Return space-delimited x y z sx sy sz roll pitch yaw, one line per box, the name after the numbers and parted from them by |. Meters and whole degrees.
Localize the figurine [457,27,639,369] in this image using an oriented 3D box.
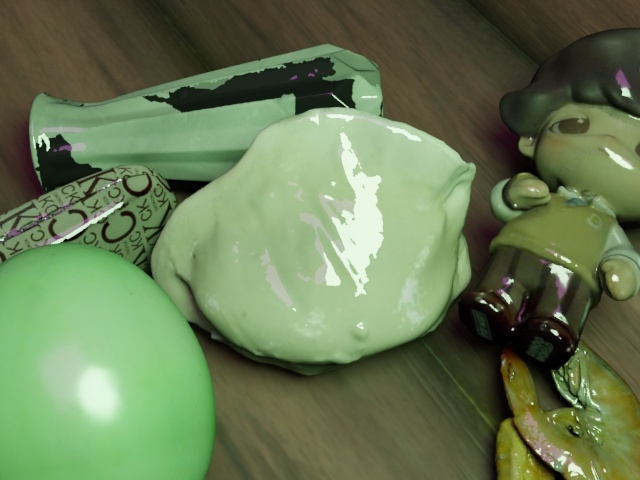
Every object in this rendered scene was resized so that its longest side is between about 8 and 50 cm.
0.258 -0.065 0.933 0.218 0.206 0.365 12 44 38 | figurine

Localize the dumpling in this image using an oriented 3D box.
0.000 0.000 0.898 0.318 0.242 0.187 -2 35 -7 | dumpling

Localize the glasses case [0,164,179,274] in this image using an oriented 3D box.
-0.296 0.041 0.930 0.355 0.137 0.085 -30 61 -17 | glasses case

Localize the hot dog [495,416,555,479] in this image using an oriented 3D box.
0.179 0.257 0.844 0.066 0.047 0.215 20 53 -31 | hot dog

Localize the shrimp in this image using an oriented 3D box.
0.223 0.141 0.905 0.133 0.053 0.236 -15 55 -20 | shrimp

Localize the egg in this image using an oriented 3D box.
-0.204 0.134 0.816 0.220 0.220 0.269 -22 78 -13 | egg

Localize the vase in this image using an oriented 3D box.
-0.114 -0.116 1.025 0.360 0.165 0.165 -4 58 2 | vase
